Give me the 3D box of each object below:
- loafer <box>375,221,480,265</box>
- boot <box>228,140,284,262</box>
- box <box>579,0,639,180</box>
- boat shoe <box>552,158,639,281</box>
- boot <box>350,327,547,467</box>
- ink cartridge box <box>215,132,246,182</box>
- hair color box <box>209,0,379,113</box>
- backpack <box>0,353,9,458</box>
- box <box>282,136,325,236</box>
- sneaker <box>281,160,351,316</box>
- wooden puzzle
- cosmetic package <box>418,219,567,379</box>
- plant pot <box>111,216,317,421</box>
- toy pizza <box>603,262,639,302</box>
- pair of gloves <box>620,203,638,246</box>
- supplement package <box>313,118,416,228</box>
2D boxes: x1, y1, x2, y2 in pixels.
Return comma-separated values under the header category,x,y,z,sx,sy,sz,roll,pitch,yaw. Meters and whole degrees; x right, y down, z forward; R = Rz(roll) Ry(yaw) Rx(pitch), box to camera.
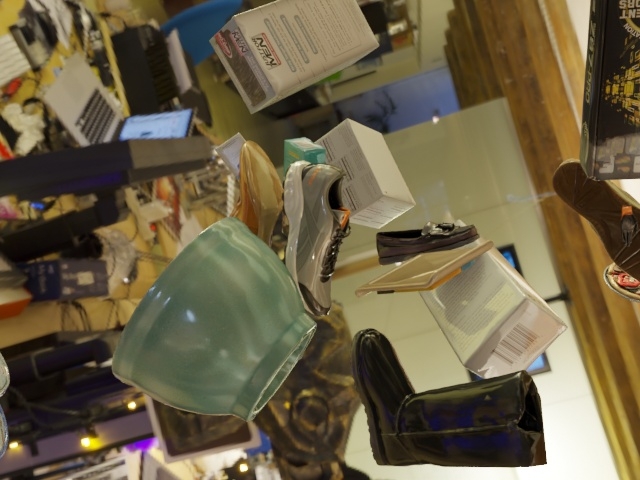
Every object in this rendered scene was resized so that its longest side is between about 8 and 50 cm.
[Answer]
category,x,y,z,sx,sy,sz,roll,pitch,yaw
loafer,0.275,-0.007,1.818,0.109,0.303,0.095,-21,93,-54
boot,-0.163,-0.015,1.247,0.104,0.211,0.295,1,72,-58
box,0.574,-0.250,0.926,0.097,0.395,0.318,-72,159,-60
boat shoe,0.648,-0.049,1.464,0.341,0.122,0.110,50,30,4
boot,0.293,0.362,1.612,0.146,0.445,0.367,-10,84,-43
ink cartridge box,-0.212,-0.206,2.046,0.212,0.093,0.154,54,-1,0
hair color box,-0.049,-0.451,1.545,0.374,0.114,0.185,-36,100,-39
backpack,-0.473,0.178,0.741,0.263,0.213,0.276,55,10,6
box,-0.043,-0.116,1.628,0.100,0.060,0.244,36,-49,50
sneaker,0.000,0.000,1.152,0.100,0.108,0.271,-25,114,-65
wooden puzzle,0.221,0.068,1.432,0.221,0.239,0.044,-24,95,-39
cosmetic package,0.422,0.155,1.789,0.161,0.230,0.453,33,16,-23
plant pot,-0.130,0.140,0.998,0.196,0.293,0.293,35,4,9
toy pizza,0.835,0.097,1.735,0.201,0.201,0.032,-93,179,-59
pair of gloves,0.557,-0.030,1.178,0.010,0.083,0.074,-151,-128,-68
supplement package,0.126,-0.190,1.965,0.204,0.145,0.261,9,54,-56
